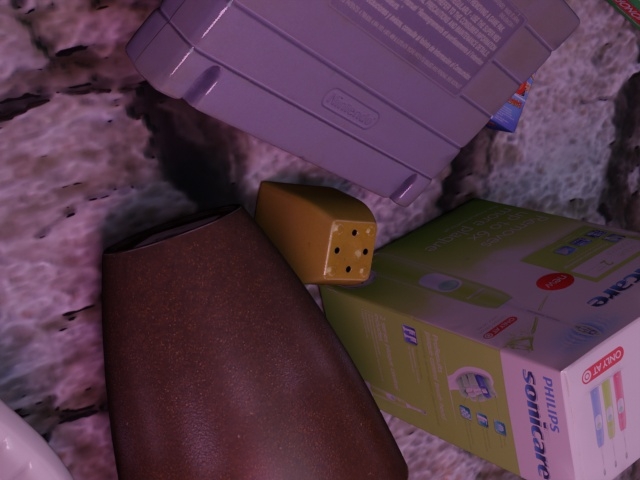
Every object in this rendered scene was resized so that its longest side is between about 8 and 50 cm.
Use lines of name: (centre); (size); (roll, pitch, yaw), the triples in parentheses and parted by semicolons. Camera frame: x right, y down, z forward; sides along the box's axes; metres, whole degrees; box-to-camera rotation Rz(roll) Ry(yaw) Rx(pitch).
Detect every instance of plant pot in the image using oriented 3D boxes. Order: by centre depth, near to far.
plant pot: (-0.071, 0.098, 0.798); (0.215, 0.215, 0.230); (-24, 102, -32)
plant pot: (0.000, 0.000, 0.888); (0.081, 0.083, 0.081); (3, 99, -38)

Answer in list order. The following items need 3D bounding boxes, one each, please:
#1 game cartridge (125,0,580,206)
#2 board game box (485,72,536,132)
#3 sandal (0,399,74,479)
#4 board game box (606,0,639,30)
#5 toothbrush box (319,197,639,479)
game cartridge: (0.048, -0.156, 0.787); (0.230, 0.068, 0.355); (-51, 150, 11)
board game box: (0.126, -0.195, 0.968); (0.201, 0.035, 0.136); (23, 87, -40)
sandal: (-0.274, 0.081, 0.676); (0.416, 0.169, 0.102); (58, 26, -32)
board game box: (0.386, -0.375, 1.121); (0.213, 0.046, 0.317); (26, 85, -40)
toothbrush box: (0.169, 0.074, 0.912); (0.206, 0.283, 0.122); (-27, 117, -30)
